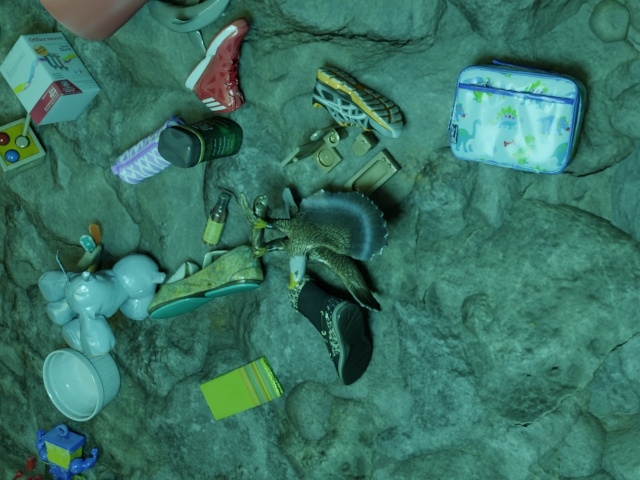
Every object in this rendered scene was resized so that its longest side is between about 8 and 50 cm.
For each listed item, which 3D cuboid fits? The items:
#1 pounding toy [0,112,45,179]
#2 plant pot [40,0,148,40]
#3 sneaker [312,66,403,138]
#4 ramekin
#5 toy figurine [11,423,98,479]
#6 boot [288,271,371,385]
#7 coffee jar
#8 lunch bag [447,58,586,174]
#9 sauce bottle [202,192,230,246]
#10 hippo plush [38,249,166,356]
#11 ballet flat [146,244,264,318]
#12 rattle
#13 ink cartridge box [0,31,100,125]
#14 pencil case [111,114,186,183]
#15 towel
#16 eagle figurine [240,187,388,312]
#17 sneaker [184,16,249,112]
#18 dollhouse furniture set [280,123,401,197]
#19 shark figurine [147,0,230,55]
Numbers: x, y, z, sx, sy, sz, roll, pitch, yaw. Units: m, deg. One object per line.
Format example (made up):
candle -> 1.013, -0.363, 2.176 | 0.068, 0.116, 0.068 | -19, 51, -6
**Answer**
pounding toy -> -0.767, -0.252, 1.945 | 0.130, 0.141, 0.100 | 59, 152, 1
plant pot -> -0.429, -0.582, 1.565 | 0.243, 0.275, 0.275 | -23, 93, 23
sneaker -> 0.069, -0.251, 1.476 | 0.215, 0.084, 0.083 | 40, 123, 26
ramekin -> -0.641, 0.373, 2.080 | 0.207, 0.109, 0.207 | 9, 110, 28
toy figurine -> -0.731, 0.636, 2.181 | 0.362, 0.191, 0.217 | 14, 108, 25
boot -> 0.018, 0.186, 1.649 | 0.178, 0.085, 0.236 | 35, 146, 40
coffee jar -> -0.253, -0.208, 1.613 | 0.096, 0.184, 0.079 | 25, 117, 21
lunch bag -> 0.336, -0.215, 1.323 | 0.219, 0.090, 0.176 | 16, 111, 24
sauce bottle -> -0.235, -0.047, 1.743 | 0.042, 0.042, 0.128 | 32, 117, 18
hippo plush -> -0.519, 0.108, 1.850 | 0.234, 0.236, 0.294 | 26, 129, 33
ballet flat -> -0.273, 0.092, 1.780 | 0.348, 0.123, 0.123 | -20, 95, 34
rattle -> -0.555, 0.077, 1.939 | 0.143, 0.130, 0.199 | 35, 107, 15
ink cartridge box -> -0.644, -0.385, 1.821 | 0.127, 0.128, 0.176 | -38, 85, 34
pencil case -> -0.381, -0.201, 1.751 | 0.206, 0.088, 0.086 | -28, 88, 35
towel -> -0.195, 0.363, 1.868 | 0.237, 0.021, 0.102 | -28, 85, 35
eagle figurine -> -0.002, 0.011, 1.531 | 0.298, 0.226, 0.225 | 9, 88, 11
sneaker -> -0.182, -0.353, 1.599 | 0.128, 0.087, 0.221 | 48, 136, -1
dollhouse furniture set -> 0.040, -0.146, 1.497 | 0.144, 0.123, 0.151 | -41, 83, 34
shark figurine -> -0.252, -0.482, 1.570 | 0.278, 0.116, 0.166 | -24, 94, 36
